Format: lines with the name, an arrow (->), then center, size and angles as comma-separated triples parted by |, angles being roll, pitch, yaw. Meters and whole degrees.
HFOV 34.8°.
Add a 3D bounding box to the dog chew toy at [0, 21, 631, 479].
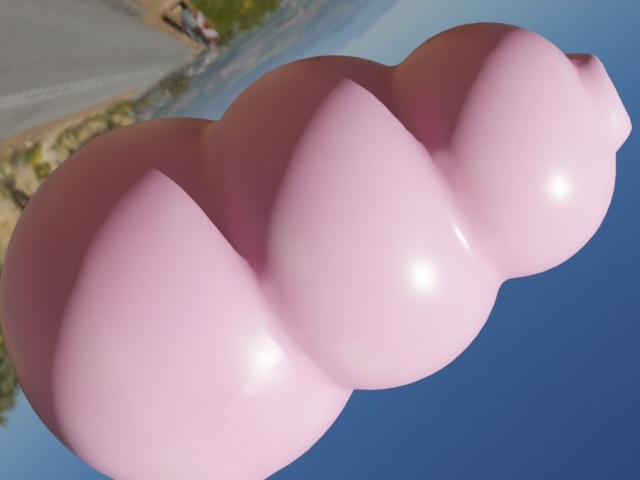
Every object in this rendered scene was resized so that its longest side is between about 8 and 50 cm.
dog chew toy -> 0.000, 0.000, 0.538 | 0.332, 0.206, 0.206 | -26, -169, 15
